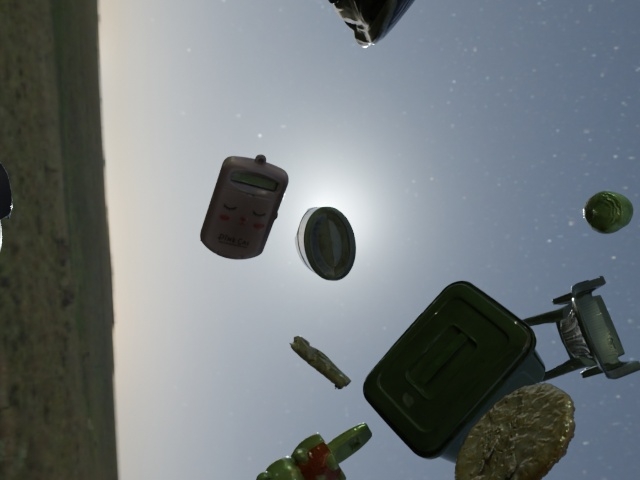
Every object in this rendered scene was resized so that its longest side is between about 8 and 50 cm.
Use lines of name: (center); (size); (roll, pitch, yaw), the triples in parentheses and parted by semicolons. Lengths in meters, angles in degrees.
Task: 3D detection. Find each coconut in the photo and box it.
coconut: (0.554, -0.054, 1.397); (0.088, 0.096, 0.087); (8, -80, 53)

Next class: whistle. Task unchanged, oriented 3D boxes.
whistle: (-0.013, 0.486, 1.555); (0.106, 0.288, 0.131); (47, -15, 56)

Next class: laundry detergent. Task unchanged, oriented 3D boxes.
laundry detergent: (0.000, 0.000, 1.039); (0.226, 0.070, 0.099); (-157, -129, -83)

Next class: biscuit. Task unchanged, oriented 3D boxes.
biscuit: (0.286, 0.297, 1.075); (0.033, 0.220, 0.220); (46, -12, -12)

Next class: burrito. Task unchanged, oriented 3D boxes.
burrito: (-0.002, 0.281, 1.682); (0.185, 0.045, 0.041); (35, -37, 29)

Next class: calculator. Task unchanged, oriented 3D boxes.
calculator: (-0.111, -0.048, 1.050); (0.032, 0.100, 0.175); (-104, -148, -57)

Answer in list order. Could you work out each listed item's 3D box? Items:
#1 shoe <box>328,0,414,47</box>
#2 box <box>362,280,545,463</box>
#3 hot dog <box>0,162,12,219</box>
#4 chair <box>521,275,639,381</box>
shoe: (0.052, -0.300, 0.861); (0.099, 0.112, 0.227); (-49, -173, 3)
box: (0.278, 0.279, 1.478); (0.253, 0.328, 0.178); (43, -2, 46)
hot dog: (-0.662, -0.026, 1.142); (0.107, 0.326, 0.194); (-42, -117, 53)
chair: (0.543, 0.202, 1.520); (0.203, 0.191, 0.274); (71, -24, 14)
